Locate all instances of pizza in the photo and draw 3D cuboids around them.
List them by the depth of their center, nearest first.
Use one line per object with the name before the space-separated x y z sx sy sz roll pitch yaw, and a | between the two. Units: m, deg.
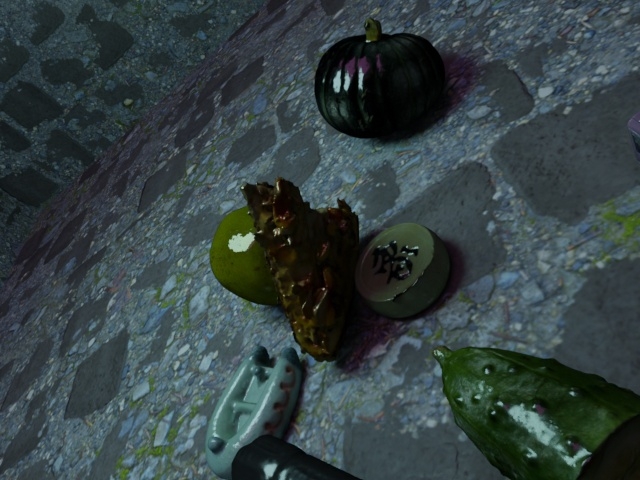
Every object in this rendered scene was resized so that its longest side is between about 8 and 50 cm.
pizza | 0.000 0.000 0.776 0.074 0.287 0.251 -6 29 24

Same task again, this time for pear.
pear | -0.093 0.019 0.907 0.198 0.198 0.198 -29 38 26

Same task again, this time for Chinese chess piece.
Chinese chess piece | 0.116 0.042 0.762 0.144 0.058 0.144 -28 39 26

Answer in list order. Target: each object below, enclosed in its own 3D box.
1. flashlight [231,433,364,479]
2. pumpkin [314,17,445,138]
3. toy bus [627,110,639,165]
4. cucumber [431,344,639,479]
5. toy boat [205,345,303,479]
flashlight | 0.045 0.297 0.555 0.424 0.103 0.103 0 56 49
pumpkin | 0.108 -0.311 0.999 0.250 0.216 0.249 -5 33 3
toy bus | 0.403 -0.073 0.512 0.096 0.108 0.198 -37 35 16
cucumber | 0.191 0.164 0.505 0.134 0.134 0.244 -51 31 -4
toy boat | -0.109 0.249 0.790 0.134 0.079 0.207 -4 52 43
